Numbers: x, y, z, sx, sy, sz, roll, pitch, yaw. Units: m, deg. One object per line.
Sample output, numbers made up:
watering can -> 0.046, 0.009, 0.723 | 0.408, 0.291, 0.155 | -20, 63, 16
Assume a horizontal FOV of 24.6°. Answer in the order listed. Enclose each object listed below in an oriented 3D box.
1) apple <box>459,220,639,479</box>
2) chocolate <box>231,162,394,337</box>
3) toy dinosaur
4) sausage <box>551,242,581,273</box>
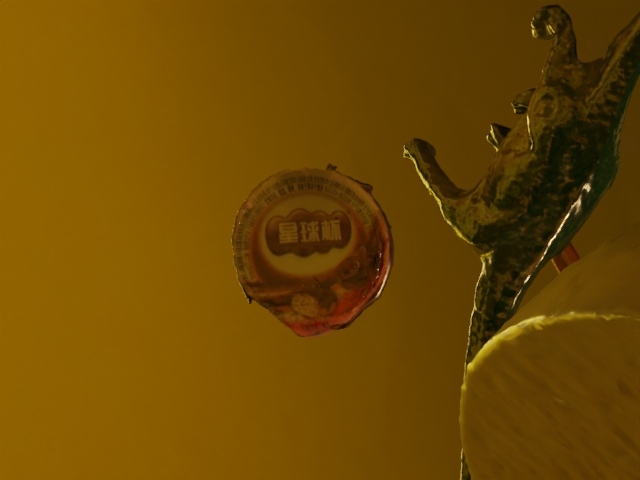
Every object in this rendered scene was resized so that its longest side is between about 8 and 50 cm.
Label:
apple -> 0.216, 0.143, 0.530 | 0.312, 0.320, 0.360 | -1, -17, -9
chocolate -> 0.005, 0.006, 1.839 | 0.221, 0.221, 0.147 | 11, 8, 14
toy dinosaur -> 0.167, -0.002, 1.026 | 0.087, 0.300, 0.447 | 20, -54, -33
sausage -> 0.294, 0.048, 1.665 | 0.030, 0.147, 0.035 | -27, -24, 0
